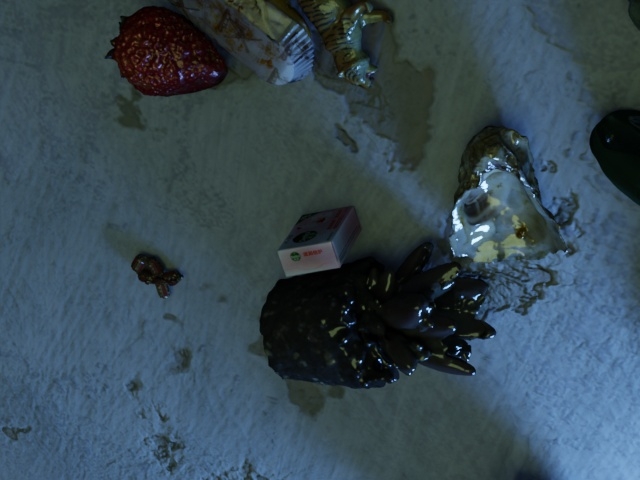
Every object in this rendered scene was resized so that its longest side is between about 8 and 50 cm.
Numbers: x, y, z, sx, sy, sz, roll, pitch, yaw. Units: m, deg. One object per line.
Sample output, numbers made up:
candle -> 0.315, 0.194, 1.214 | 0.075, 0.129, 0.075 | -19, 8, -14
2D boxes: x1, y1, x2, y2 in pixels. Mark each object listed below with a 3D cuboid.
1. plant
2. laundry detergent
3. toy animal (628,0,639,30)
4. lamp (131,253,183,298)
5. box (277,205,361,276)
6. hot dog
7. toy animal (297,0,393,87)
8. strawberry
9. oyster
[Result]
plant -> 0.083, 0.126, 1.342 | 0.320, 0.182, 0.194 | -7, 115, 26
laundry detergent -> 0.388, -0.091, 1.102 | 0.137, 0.211, 0.063 | 23, 123, 6
toy animal -> 0.392, -0.290, 1.086 | 0.253, 0.070, 0.079 | 44, 92, 3
lamp -> -0.271, 0.054, 1.503 | 0.083, 0.031, 0.063 | 41, 121, -1
box -> 0.000, 0.000, 1.328 | 0.089, 0.125, 0.043 | -11, 112, 21
hot dog -> -0.113, -0.305, 1.224 | 0.252, 0.069, 0.131 | 38, 147, -2
toy animal -> 0.016, -0.310, 1.194 | 0.099, 0.057, 0.241 | -27, 107, 29
strawberry -> -0.210, -0.247, 1.264 | 0.148, 0.131, 0.131 | 43, 122, 7
oyster -> 0.246, -0.061, 1.243 | 0.161, 0.107, 0.233 | -6, 134, 15
